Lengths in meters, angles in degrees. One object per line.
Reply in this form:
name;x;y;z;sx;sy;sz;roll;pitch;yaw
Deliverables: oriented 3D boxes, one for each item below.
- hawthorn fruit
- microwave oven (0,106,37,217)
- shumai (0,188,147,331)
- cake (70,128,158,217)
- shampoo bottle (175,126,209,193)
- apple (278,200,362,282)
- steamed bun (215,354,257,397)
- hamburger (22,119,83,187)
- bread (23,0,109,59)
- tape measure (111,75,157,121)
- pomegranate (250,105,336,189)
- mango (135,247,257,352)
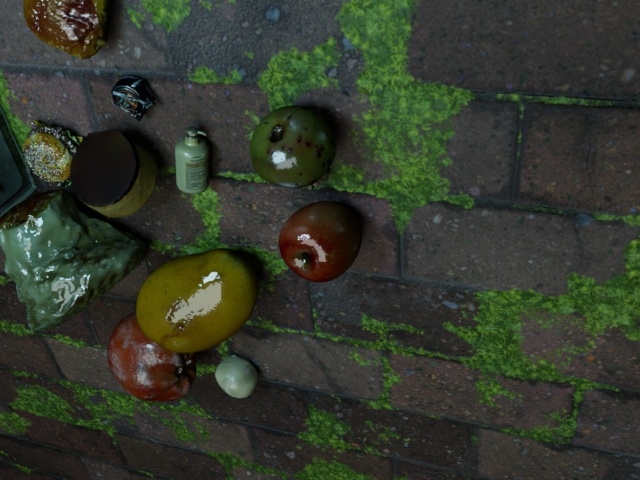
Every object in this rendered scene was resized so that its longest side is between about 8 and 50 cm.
hawthorn fruit;-0.483;0.335;1.961;0.284;0.284;0.284;12;131;14
microwave oven;-0.985;-0.242;1.702;0.332;0.247;0.394;6;129;21
shumai;-0.686;0.030;1.767;0.397;0.324;0.323;-28;104;39
cake;-0.478;-0.155;1.624;0.185;0.178;0.208;27;96;19
shampoo bottle;-0.299;-0.192;1.558;0.079;0.079;0.162;17;132;10
apple;0.000;0.000;1.526;0.180;0.168;0.181;15;135;16
steamed bun;-0.246;0.410;2.005;0.091;0.112;0.130;-31;104;40
hamburger;-0.680;-0.211;1.698;0.164;0.093;0.190;11;132;14
bread;-0.494;-0.553;1.330;0.185;0.109;0.380;26;131;3
tape measure;-0.425;-0.327;1.520;0.094;0.054;0.091;41;130;-20
pomegranate;-0.059;-0.187;1.413;0.179;0.179;0.210;25;164;3
mango;-0.317;0.154;1.760;0.378;0.221;0.264;-33;106;30
